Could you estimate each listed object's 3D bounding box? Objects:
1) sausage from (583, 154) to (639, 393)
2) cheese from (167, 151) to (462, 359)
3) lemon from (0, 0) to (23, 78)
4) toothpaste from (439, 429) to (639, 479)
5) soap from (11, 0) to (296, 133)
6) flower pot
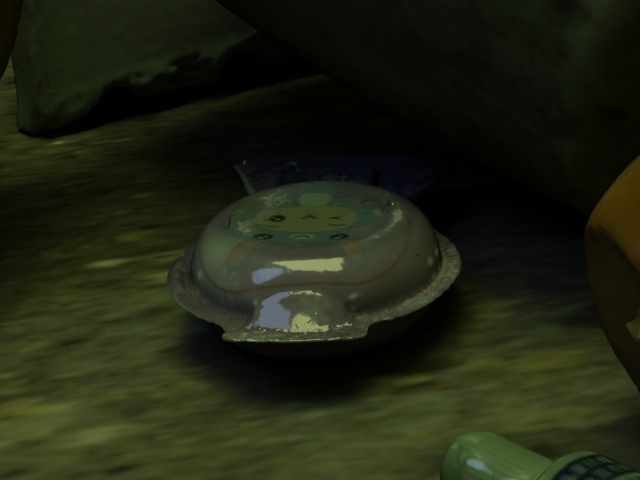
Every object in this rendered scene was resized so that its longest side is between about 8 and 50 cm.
[{"bbox_3d":[0.227,-0.051,0.530,0.328,0.112,0.112,-33,27,-8],"label":"sausage"},{"bbox_3d":[0.000,0.000,0.668,0.105,0.042,0.191,-1,19,5],"label":"cheese"},{"bbox_3d":[-0.259,-0.109,0.688,0.297,0.297,0.297,-4,21,2],"label":"lemon"},{"bbox_3d":[0.110,0.092,0.419,0.062,0.037,0.216,-22,31,-38],"label":"toothpaste"},{"bbox_3d":[-0.116,-0.186,1.026,0.257,0.159,0.302,-21,23,-27],"label":"soap"},{"bbox_3d":[0.077,-0.176,0.732,0.293,0.294,0.330,-21,51,-35],"label":"flower pot"}]
